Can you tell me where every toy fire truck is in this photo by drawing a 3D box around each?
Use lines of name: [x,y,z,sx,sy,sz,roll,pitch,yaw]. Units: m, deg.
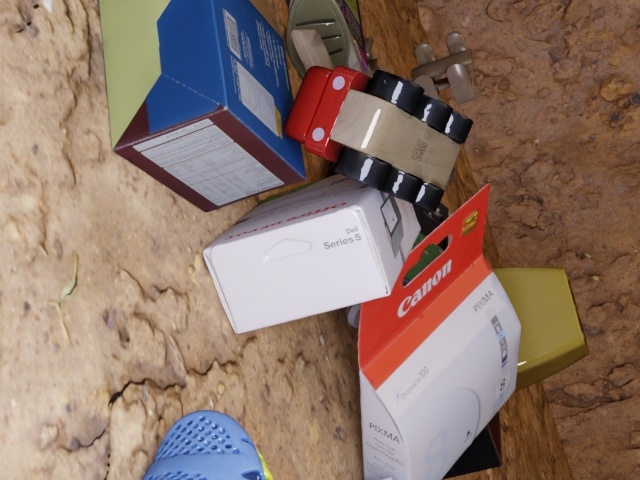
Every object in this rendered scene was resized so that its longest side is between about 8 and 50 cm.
toy fire truck: [0.030,-0.158,1.133,0.217,0.246,0.158,15,98,-59]

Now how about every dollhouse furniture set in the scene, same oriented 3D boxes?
dollhouse furniture set: [0.211,-0.389,2.171,0.212,0.242,0.161,-78,147,-58]

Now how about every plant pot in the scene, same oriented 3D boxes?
plant pot: [0.388,0.155,1.831,0.212,0.187,0.212,39,37,-65]

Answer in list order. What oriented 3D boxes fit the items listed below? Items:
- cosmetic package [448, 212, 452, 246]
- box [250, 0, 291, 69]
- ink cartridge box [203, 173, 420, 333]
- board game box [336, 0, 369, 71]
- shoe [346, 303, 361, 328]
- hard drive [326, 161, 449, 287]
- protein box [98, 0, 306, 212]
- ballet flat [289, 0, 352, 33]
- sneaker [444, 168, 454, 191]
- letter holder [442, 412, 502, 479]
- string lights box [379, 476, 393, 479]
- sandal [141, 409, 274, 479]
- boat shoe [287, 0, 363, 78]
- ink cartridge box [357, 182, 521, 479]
cosmetic package: [0.222,0.097,1.926,0.224,0.138,0.224,-61,132,-65]
box: [-0.103,-0.318,1.500,0.201,0.021,0.164,-62,133,-67]
ink cartridge box: [0.000,0.000,1.224,0.273,0.198,0.114,-51,123,-69]
board game box: [0.007,-0.516,1.990,0.347,0.056,0.208,49,25,-53]
shoe: [0.079,0.087,1.633,0.178,0.081,0.063,-28,135,-47]
hard drive: [0.106,-0.018,1.633,0.237,0.064,0.339,35,29,-14]
protein box: [-0.127,-0.168,1.090,0.201,0.136,0.199,39,38,-61]
ballet flat: [-0.018,-0.439,1.836,0.250,0.058,0.084,44,69,-49]
sneaker: [0.172,-0.177,1.955,0.124,0.180,0.321,49,29,-53]
letter holder: [0.202,0.232,1.728,0.214,0.152,0.301,-61,132,-69]
string lights box: [0.113,0.458,1.353,0.133,0.077,0.259,-91,158,-48]
sandal: [-0.119,0.247,0.768,0.138,0.126,0.317,58,21,-30]
boat shoe: [0.011,-0.332,1.741,0.103,0.113,0.302,-91,167,-45]
ink cartridge box: [0.180,0.156,1.383,0.308,0.091,0.384,-39,141,-37]
